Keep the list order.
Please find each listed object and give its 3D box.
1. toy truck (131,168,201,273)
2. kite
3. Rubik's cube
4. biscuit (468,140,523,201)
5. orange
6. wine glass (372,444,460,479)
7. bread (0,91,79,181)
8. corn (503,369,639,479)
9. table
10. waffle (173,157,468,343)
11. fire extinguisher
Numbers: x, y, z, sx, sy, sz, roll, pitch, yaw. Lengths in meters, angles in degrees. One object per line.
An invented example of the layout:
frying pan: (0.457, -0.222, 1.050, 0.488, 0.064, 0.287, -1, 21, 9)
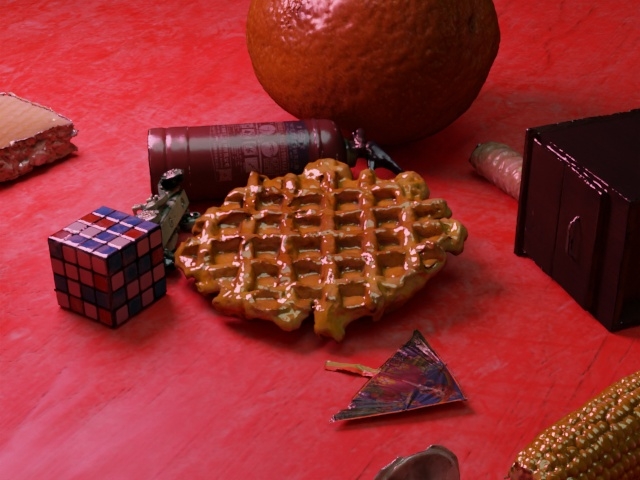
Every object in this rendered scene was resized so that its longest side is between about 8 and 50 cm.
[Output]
toy truck: (-0.204, -0.020, 1.368, 0.078, 0.080, 0.154, -11, 27, 16)
kite: (0.076, 0.142, 1.137, 0.159, 0.010, 0.190, 15, 32, 29)
Rubik's cube: (-0.239, 0.028, 1.261, 0.092, 0.092, 0.092, 18, 34, 30)
biscuit: (0.273, -0.076, 1.469, 0.061, 0.055, 0.219, -3, 28, -25)
orange: (0.067, -0.292, 1.597, 0.356, 0.322, 0.322, 10, 30, 37)
wine glass: (0.117, 0.242, 0.862, 0.122, 0.122, 0.183, -17, 29, -26)
bread: (-0.433, -0.149, 1.607, 0.172, 0.064, 0.232, -4, 31, -7)
corn: (0.275, 0.171, 0.999, 0.260, 0.091, 0.091, -20, 75, -30)
table: (0.342, -0.027, 1.268, 0.172, 0.169, 0.193, -12, 33, -18)
waffle: (0.000, 0.000, 1.315, 0.302, 0.068, 0.325, 26, 43, 37)
fire extinguisher: (-0.053, -0.093, 1.480, 0.343, 0.102, 0.138, -3, 62, -6)
